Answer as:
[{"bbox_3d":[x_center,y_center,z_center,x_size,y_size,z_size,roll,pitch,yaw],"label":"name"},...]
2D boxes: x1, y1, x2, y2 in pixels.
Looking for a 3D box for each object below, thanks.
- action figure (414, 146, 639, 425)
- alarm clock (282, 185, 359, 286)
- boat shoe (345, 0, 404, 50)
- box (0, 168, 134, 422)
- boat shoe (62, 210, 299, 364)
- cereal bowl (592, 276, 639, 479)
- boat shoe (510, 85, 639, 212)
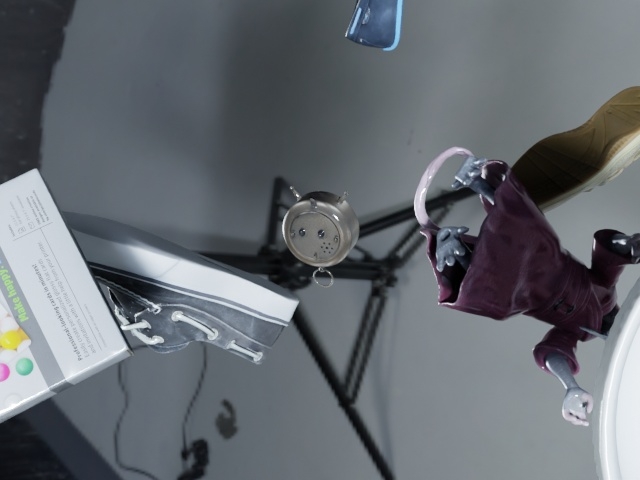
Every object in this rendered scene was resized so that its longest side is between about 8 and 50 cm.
[{"bbox_3d":[0.296,0.067,1.297,0.248,0.370,0.276,-57,23,2],"label":"action figure"},{"bbox_3d":[0.000,0.000,1.690,0.130,0.064,0.192,5,120,19],"label":"alarm clock"},{"bbox_3d":[0.073,-0.383,1.285,0.089,0.109,0.258,6,109,6],"label":"boat shoe"},{"bbox_3d":[-0.243,0.056,0.646,0.145,0.186,0.038,61,171,11],"label":"box"},{"bbox_3d":[-0.147,0.057,0.920,0.108,0.301,0.102,27,91,41],"label":"boat shoe"},{"bbox_3d":[0.347,0.120,0.643,0.339,0.141,0.338,0,88,6],"label":"cereal bowl"},{"bbox_3d":[0.401,-0.117,1.454,0.302,0.098,0.109,-36,52,-15],"label":"boat shoe"}]
